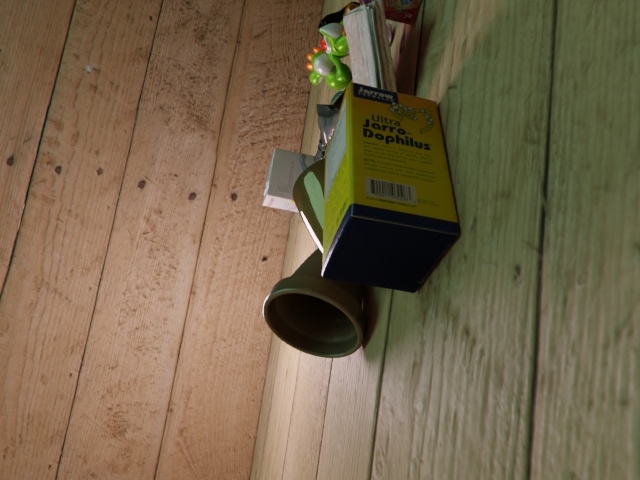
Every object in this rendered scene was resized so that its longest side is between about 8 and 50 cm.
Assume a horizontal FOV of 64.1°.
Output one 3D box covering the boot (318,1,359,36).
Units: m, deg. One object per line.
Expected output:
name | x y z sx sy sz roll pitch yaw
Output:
boot | 0.068 -0.872 2.166 0.246 0.094 0.207 -45 -6 -25

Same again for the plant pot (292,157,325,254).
plant pot | 0.072 -0.036 1.213 0.237 0.237 0.254 112 151 -49

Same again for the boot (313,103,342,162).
boot | 0.077 -0.335 1.713 0.338 0.118 0.223 -137 47 -65

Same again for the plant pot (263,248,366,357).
plant pot | 0.013 0.138 1.335 0.263 0.263 0.229 111 -176 -48

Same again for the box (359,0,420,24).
box | 0.189 -0.683 1.392 0.257 0.128 0.123 -95 17 -56

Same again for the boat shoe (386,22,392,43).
boat shoe | 0.175 -0.601 1.597 0.184 0.066 0.063 115 176 -64

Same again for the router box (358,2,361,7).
router box | 0.204 -0.880 1.646 0.243 0.081 0.309 -137 58 -78

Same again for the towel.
towel | 0.131 -0.432 1.330 0.317 0.053 0.332 -112 9 -72

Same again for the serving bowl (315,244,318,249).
serving bowl | 0.000 0.000 2.079 0.083 0.027 0.083 -170 90 -80

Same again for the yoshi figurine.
yoshi figurine | 0.093 -0.735 2.033 0.203 0.203 0.362 58 144 7

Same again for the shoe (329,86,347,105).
shoe | 0.063 -0.495 1.909 0.219 0.076 0.058 -59 -6 -29

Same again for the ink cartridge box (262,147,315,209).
ink cartridge box | -0.080 -0.226 2.052 0.198 0.270 0.197 146 133 -76

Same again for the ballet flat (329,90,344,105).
ballet flat | 0.073 -0.489 2.031 0.073 0.080 0.232 87 -172 -61

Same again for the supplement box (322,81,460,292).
supplement box | 0.121 -0.108 1.001 0.194 0.195 0.357 113 164 -51
